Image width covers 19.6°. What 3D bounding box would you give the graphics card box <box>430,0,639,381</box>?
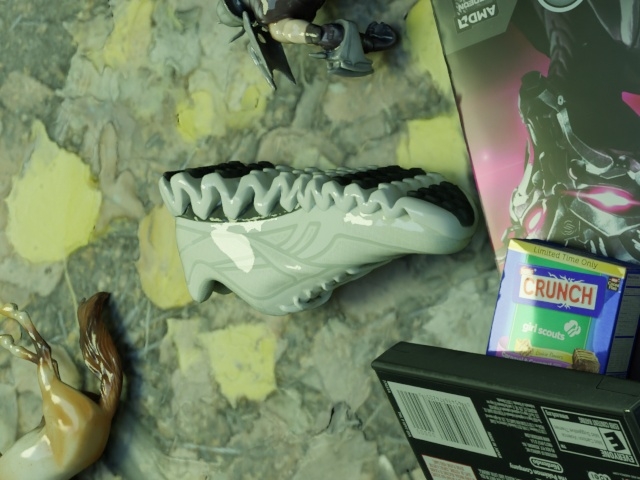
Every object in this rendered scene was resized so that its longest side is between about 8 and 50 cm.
[{"bbox_3d":[0.231,-0.038,1.288,0.232,0.094,0.371,-18,78,31],"label":"graphics card box"}]

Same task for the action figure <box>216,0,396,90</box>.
[{"bbox_3d":[0.024,-0.226,1.430,0.285,0.099,0.185,-27,82,33],"label":"action figure"}]

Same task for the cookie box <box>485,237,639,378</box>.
[{"bbox_3d":[0.164,0.059,1.249,0.091,0.040,0.107,15,97,34],"label":"cookie box"}]

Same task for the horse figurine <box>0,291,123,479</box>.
[{"bbox_3d":[-0.251,0.168,1.603,0.174,0.066,0.263,45,106,12],"label":"horse figurine"}]

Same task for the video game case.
[{"bbox_3d":[0.167,0.190,1.224,0.275,0.035,0.248,5,124,58],"label":"video game case"}]

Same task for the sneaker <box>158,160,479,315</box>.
[{"bbox_3d":[0.000,0.000,1.438,0.292,0.110,0.118,3,98,41],"label":"sneaker"}]
